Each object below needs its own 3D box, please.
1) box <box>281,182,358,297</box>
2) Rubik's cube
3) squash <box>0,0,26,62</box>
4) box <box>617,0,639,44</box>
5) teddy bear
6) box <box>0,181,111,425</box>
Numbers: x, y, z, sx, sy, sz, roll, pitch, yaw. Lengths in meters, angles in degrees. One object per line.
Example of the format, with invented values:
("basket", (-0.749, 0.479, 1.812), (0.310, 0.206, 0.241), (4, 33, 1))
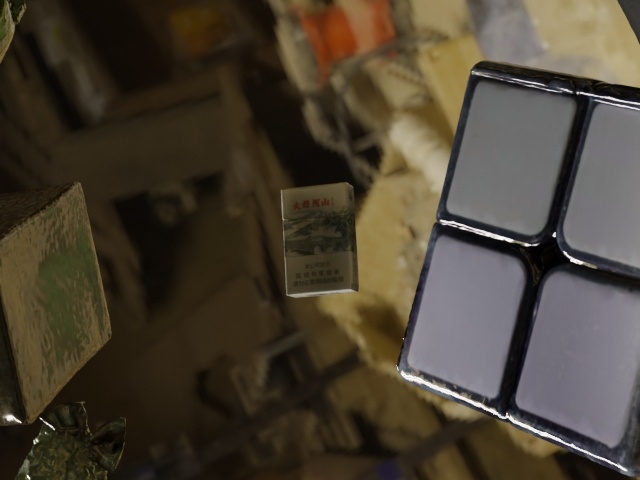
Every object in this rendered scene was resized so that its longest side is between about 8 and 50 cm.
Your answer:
("box", (0.000, 0.000, 1.345), (0.024, 0.054, 0.083), (19, -114, -69))
("Rubik's cube", (0.303, 0.032, 1.576), (0.316, 0.318, 0.313), (18, 96, 51))
("squash", (-0.350, -0.109, 1.324), (0.107, 0.395, 0.107), (15, 126, 21))
("box", (0.343, -0.323, 1.625), (0.359, 0.091, 0.350), (63, 160, 1))
("teddy bear", (-0.226, 0.228, 1.370), (0.133, 0.111, 0.213), (38, 123, 49))
("box", (-0.324, 0.060, 1.730), (0.273, 0.143, 0.184), (-55, -44, -70))
